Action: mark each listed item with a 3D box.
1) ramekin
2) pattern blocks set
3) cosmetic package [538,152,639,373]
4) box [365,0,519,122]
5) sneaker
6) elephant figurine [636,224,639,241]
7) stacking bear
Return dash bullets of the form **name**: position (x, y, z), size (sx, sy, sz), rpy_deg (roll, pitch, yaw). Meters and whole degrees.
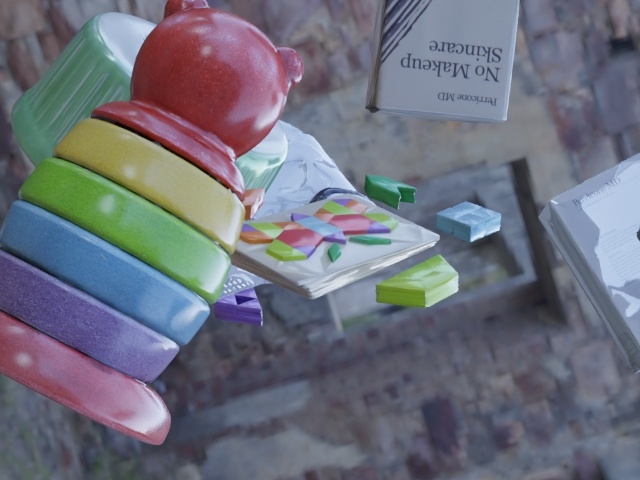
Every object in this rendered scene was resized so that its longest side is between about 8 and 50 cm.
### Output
- **ramekin**: position (-0.183, -0.125, 1.601), size (0.303, 0.148, 0.303), rpy_deg (33, 19, -13)
- **pattern blocks set**: position (0.000, 0.000, 1.283), size (0.325, 0.285, 0.026), rpy_deg (-28, 127, -48)
- **cosmetic package**: position (0.565, -0.013, 2.118), size (0.284, 0.377, 0.097), rpy_deg (61, -10, 11)
- **box**: position (0.106, -0.235, 1.133), size (0.094, 0.113, 0.275), rpy_deg (-133, -132, -85)
- **sneaker**: position (-0.113, -0.047, 1.879), size (0.210, 0.366, 0.137), rpy_deg (59, -35, 32)
- **elephant figurine**: position (0.436, 0.023, 1.224), size (0.169, 0.239, 0.186), rpy_deg (60, 2, -22)
- **stacking bear**: position (-0.121, -0.026, 0.964), size (0.289, 0.175, 0.164), rpy_deg (-62, 180, -8)
